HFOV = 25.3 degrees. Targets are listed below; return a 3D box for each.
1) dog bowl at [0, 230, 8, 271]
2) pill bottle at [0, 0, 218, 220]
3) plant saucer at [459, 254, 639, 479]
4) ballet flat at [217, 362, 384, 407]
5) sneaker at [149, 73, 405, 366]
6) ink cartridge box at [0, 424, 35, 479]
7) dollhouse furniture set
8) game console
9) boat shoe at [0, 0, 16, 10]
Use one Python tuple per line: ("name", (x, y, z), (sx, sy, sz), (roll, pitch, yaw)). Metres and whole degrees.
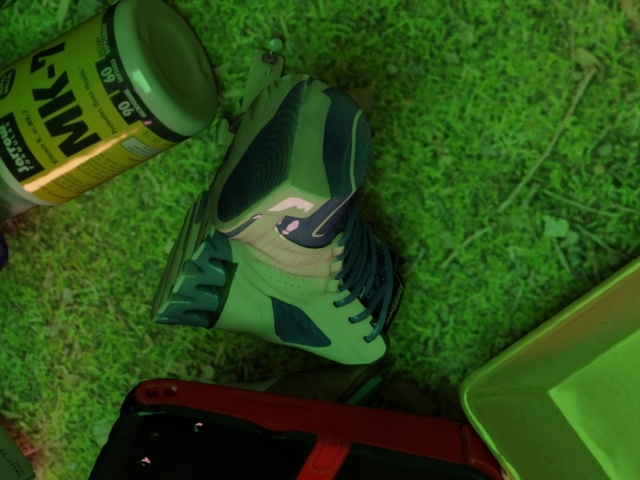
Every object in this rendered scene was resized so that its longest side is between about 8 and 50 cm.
("dog bowl", (-0.383, -0.030, 1.139), (0.265, 0.104, 0.265), (32, 157, 15))
("pill bottle", (-0.196, -0.100, 1.131), (0.208, 0.119, 0.119), (-25, 103, 23))
("plant saucer", (0.329, 0.154, 1.082), (0.333, 0.081, 0.333), (-39, 82, 25))
("ballet flat", (-0.073, 0.204, 1.240), (0.124, 0.116, 0.342), (40, 121, 18))
("sneaker", (0.000, 0.001, 1.089), (0.182, 0.127, 0.315), (20, 151, -14))
("ink cartridge box", (-0.367, 0.230, 1.321), (0.127, 0.072, 0.175), (48, 116, 11))
("dollhouse furniture set", (-0.015, -0.107, 1.140), (0.114, 0.091, 0.081), (17, 74, -15))
("game console", (-0.057, 0.278, 1.185), (0.342, 0.060, 0.386), (14, 123, -21))
("boat shoe", (-0.391, -0.193, 1.161), (0.305, 0.091, 0.109), (-11, 108, 19))
